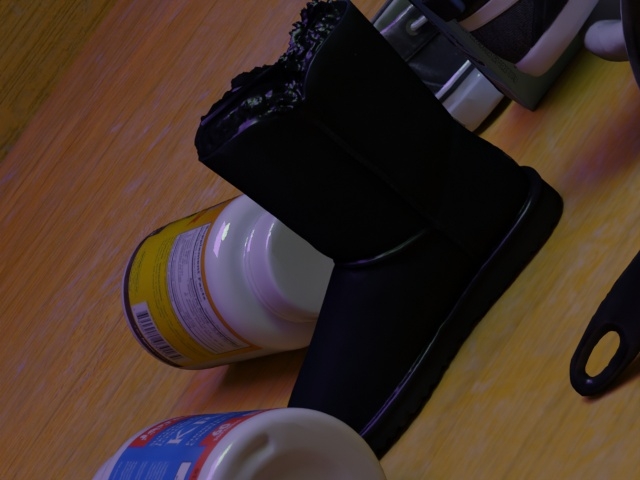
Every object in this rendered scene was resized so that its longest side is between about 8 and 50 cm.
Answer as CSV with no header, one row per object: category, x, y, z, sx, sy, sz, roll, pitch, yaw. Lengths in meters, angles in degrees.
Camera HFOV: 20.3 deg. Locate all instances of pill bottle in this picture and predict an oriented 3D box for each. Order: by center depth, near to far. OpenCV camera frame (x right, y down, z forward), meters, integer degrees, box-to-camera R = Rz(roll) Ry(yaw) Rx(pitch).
pill bottle,-0.061,0.164,1.062,0.221,0.124,0.124,-14,42,60
pill bottle,-0.053,0.027,1.297,0.215,0.117,0.117,-17,39,58

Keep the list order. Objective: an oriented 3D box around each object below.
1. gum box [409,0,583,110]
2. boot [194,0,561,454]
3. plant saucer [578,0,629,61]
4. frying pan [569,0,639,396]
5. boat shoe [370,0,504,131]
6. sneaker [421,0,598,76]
gum box,0.148,-0.201,1.183,0.184,0.157,0.041,-52,45,0
boot,0.000,0.000,1.087,0.246,0.207,0.094,-52,19,3
plant saucer,0.288,-0.255,0.975,0.400,0.100,0.400,-59,9,15
frying pan,0.226,-0.043,0.826,0.197,0.326,0.053,20,35,29
boat shoe,0.149,-0.235,1.295,0.335,0.119,0.121,-56,19,-11
sneaker,0.129,-0.207,0.994,0.217,0.121,0.079,-58,9,19
